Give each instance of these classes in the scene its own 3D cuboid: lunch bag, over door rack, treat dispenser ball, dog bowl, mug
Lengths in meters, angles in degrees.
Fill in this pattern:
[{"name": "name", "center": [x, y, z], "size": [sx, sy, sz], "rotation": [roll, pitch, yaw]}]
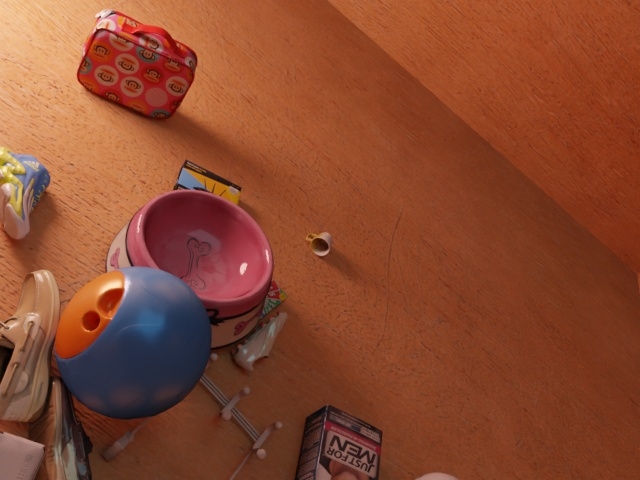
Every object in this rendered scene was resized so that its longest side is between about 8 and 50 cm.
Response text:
[{"name": "lunch bag", "center": [-0.494, -0.486, 1.656], "size": [0.293, 0.258, 0.120], "rotation": [22, 47, -27]}, {"name": "over door rack", "center": [-0.243, 0.410, 1.266], "size": [0.239, 0.108, 0.324], "rotation": [47, 41, 1]}, {"name": "treat dispenser ball", "center": [-0.354, 0.194, 1.162], "size": [0.288, 0.288, 0.288], "rotation": [23, 46, -25]}, {"name": "dog bowl", "center": [-0.291, 0.049, 1.450], "size": [0.407, 0.150, 0.408], "rotation": [20, 43, -20]}, {"name": "mug", "center": [0.004, 0.000, 1.845], "size": [0.078, 0.062, 0.064], "rotation": [49, 32, -7]}]

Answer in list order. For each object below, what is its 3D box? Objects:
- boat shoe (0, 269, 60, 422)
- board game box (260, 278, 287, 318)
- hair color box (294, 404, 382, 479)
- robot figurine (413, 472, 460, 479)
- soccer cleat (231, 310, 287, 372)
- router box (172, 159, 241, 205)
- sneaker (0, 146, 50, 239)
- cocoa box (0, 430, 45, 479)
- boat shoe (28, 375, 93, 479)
[{"name": "boat shoe", "center": [-0.566, 0.187, 1.141], "size": [0.098, 0.109, 0.303], "rotation": [22, 52, -41]}, {"name": "board game box", "center": [-0.203, 0.163, 1.557], "size": [0.124, 0.039, 0.259], "rotation": [49, 43, 5]}, {"name": "hair color box", "center": [0.034, 0.573, 1.373], "size": [0.173, 0.105, 0.347], "rotation": [30, 44, -18]}, {"name": "robot figurine", "center": [0.285, 0.701, 1.439], "size": [0.173, 0.209, 0.278], "rotation": [-3, 53, 1]}, {"name": "soccer cleat", "center": [-0.141, 0.252, 1.517], "size": [0.076, 0.068, 0.196], "rotation": [51, 47, -2]}, {"name": "router box", "center": [-0.317, -0.131, 1.685], "size": [0.178, 0.046, 0.133], "rotation": [26, 44, -22]}, {"name": "sneaker", "center": [-0.653, -0.112, 1.349], "size": [0.126, 0.091, 0.240], "rotation": [-5, 61, -43]}, {"name": "cocoa box", "center": [-0.567, 0.398, 0.814], "size": [0.227, 0.347, 0.232], "rotation": [29, 43, -19]}, {"name": "boat shoe", "center": [-0.466, 0.389, 1.106], "size": [0.092, 0.102, 0.285], "rotation": [16, 45, -47]}]
